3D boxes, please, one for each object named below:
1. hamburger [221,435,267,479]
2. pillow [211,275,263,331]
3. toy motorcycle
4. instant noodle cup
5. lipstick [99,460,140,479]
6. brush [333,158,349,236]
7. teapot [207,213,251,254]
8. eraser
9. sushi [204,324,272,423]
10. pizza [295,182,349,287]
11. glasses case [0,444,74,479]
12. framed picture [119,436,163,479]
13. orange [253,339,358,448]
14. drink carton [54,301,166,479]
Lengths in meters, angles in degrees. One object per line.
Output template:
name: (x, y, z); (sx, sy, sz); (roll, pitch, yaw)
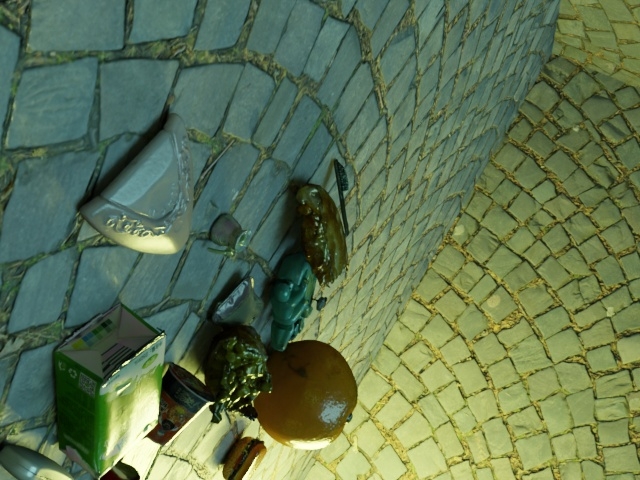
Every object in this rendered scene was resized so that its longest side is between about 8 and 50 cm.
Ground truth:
hamburger: (-0.236, 0.668, 2.144); (0.166, 0.087, 0.137); (-57, 162, -8)
pillow: (-0.185, 0.161, 1.615); (0.131, 0.038, 0.233); (-50, 161, -17)
toy motorcycle: (-0.062, 0.138, 1.786); (0.198, 0.109, 0.297); (-34, 139, -61)
instant noodle cup: (-0.306, 0.343, 1.456); (0.136, 0.127, 0.127); (-50, 161, -3)
lipstick: (-0.454, 0.568, 1.442); (0.241, 0.080, 0.080); (-61, 162, 2)
brush: (0.060, -0.105, 1.738); (0.034, 0.027, 0.190); (-52, 135, -74)
teapot: (-0.176, -0.004, 1.357); (0.083, 0.064, 0.064); (-54, 160, -20)
eraser: (-0.248, -0.051, 1.102); (0.204, 0.059, 0.243); (-54, 156, -21)
sushi: (-0.191, 0.309, 1.602); (0.166, 0.179, 0.296); (-5, 138, -29)
pizza: (0.000, 0.000, 1.664); (0.335, 0.086, 0.226); (65, 24, -58)
glasses case: (-0.459, 0.376, 1.152); (0.049, 0.074, 0.193); (-57, 162, -21)
framed picture: (-0.420, 0.525, 1.572); (0.231, 0.010, 0.173); (-65, 161, 11)
orange: (-0.041, 0.432, 1.992); (0.312, 0.312, 0.312); (-51, 159, -28)
drink carton: (-0.356, 0.257, 1.197); (0.161, 0.108, 0.271); (-40, 152, -46)
